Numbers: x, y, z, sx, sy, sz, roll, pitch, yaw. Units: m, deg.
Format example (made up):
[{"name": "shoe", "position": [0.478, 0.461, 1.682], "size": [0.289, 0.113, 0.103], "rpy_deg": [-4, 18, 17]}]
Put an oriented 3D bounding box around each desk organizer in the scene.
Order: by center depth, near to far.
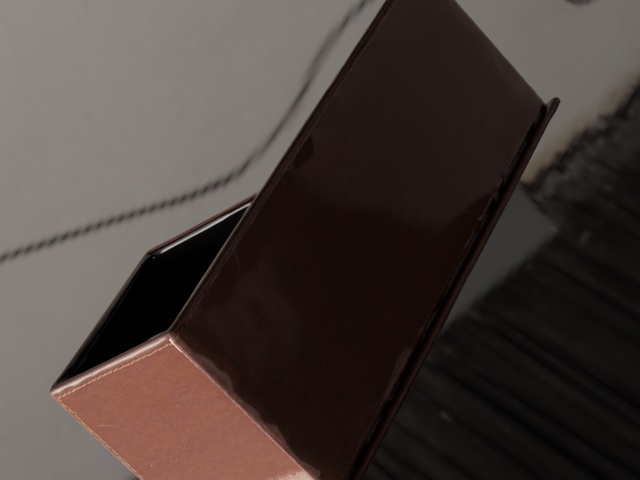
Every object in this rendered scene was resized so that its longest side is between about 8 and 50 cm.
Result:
[{"name": "desk organizer", "position": [0.000, 0.000, 0.419], "size": [0.050, 0.047, 0.130], "rpy_deg": [46, 48, -17]}]
